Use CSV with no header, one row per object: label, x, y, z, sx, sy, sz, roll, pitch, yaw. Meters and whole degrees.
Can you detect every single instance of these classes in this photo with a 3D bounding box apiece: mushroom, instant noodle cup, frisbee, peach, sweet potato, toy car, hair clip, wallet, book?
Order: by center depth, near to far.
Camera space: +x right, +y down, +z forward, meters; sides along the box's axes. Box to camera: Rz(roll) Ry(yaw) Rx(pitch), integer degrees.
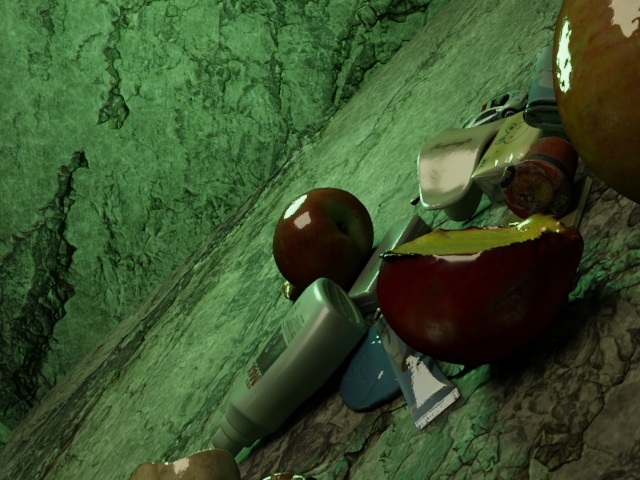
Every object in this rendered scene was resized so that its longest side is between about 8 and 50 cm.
peach,0.253,0.081,1.424,0.361,0.201,0.257,-9,7,44
instant noodle cup,0.396,-0.116,1.635,0.127,0.127,0.136,-32,12,41
book,0.392,-0.032,1.664,0.198,0.016,0.138,-30,22,46
mushroom,-0.236,0.501,1.709,0.253,0.195,0.189,-27,57,41
frisbee,0.131,0.189,1.722,0.289,0.049,0.289,-42,16,15
wallet,0.495,-0.296,1.802,0.176,0.075,0.250,8,38,14
hair clip,0.288,-0.161,1.956,0.172,0.113,0.282,-4,59,39
peach,0.000,0.000,2.213,0.252,0.252,0.252,-42,16,15
toy car,0.409,-0.299,2.220,0.205,0.056,0.095,-36,17,35
sweet potato,-0.073,0.128,2.391,0.056,0.056,0.195,-44,7,6

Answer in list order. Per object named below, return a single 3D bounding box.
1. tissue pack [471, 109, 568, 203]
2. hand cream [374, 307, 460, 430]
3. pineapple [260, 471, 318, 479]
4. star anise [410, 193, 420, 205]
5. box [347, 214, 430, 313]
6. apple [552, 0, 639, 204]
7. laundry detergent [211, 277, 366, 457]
tissue pack,0.406,-0.179,1.853,0.148,0.092,0.196,-22,29,51
hand cream,0.153,0.200,1.564,0.091,0.058,0.271,-40,34,10
pineapple,-0.058,0.503,1.270,0.175,0.175,0.361,-29,38,47
star anise,0.315,-0.172,2.089,0.234,0.073,0.177,-16,38,30
box,0.147,0.051,2.019,0.103,0.055,0.244,-23,27,55
apple,0.496,-0.213,1.197,0.400,0.400,0.333,-50,-9,-14
laundry detergent,-0.079,0.272,1.903,0.398,0.124,0.264,-52,16,9
